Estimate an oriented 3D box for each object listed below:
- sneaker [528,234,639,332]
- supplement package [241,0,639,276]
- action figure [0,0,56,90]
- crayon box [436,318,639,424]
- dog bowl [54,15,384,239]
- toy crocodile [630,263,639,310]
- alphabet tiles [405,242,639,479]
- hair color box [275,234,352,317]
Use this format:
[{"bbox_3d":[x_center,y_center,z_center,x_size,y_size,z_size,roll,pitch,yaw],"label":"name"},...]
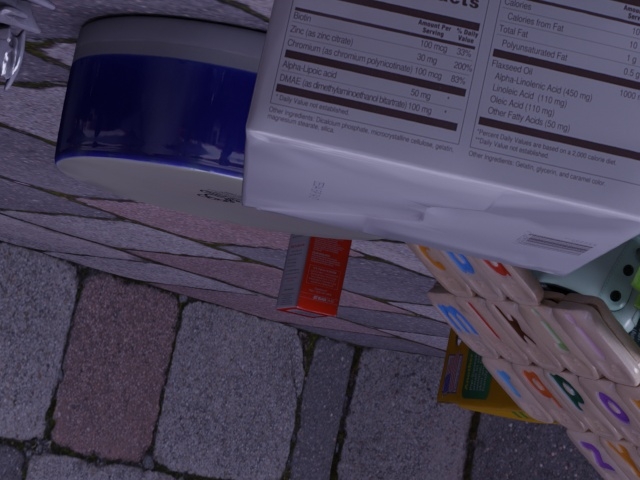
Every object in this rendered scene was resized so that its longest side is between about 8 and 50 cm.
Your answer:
[{"bbox_3d":[0.261,0.004,1.386,0.255,0.151,0.094,10,171,0],"label":"sneaker"},{"bbox_3d":[0.071,-0.082,1.024,0.204,0.145,0.262,12,174,-1],"label":"supplement package"},{"bbox_3d":[-0.299,-0.150,1.297,0.185,0.099,0.285,27,161,-34],"label":"action figure"},{"bbox_3d":[0.209,0.055,1.665,0.083,0.203,0.323,13,173,-16],"label":"crayon box"},{"bbox_3d":[-0.062,-0.079,1.434,0.264,0.104,0.265,12,173,2],"label":"dog bowl"},{"bbox_3d":[0.284,0.054,1.295,0.105,0.115,0.340,21,176,35],"label":"toy crocodile"},{"bbox_3d":[0.173,0.088,1.384,0.278,0.021,0.284,49,167,-13],"label":"alphabet tiles"},{"bbox_3d":[0.000,0.000,1.809,0.043,0.141,0.072,13,173,-17],"label":"hair color box"}]
